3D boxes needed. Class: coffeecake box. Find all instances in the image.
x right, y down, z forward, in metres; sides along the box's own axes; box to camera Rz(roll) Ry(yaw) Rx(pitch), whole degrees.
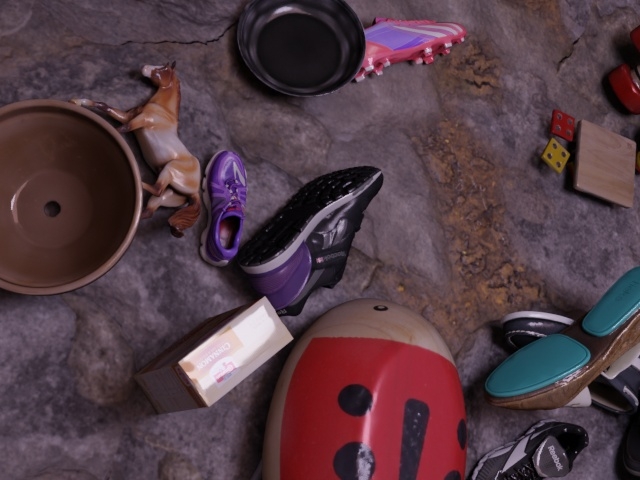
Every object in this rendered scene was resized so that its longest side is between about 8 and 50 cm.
[{"bbox_3d":[-0.141,0.150,1.190,0.142,0.185,0.068,-37,96,-30],"label":"coffeecake box"}]

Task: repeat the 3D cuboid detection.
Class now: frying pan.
[{"bbox_3d":[-0.079,-0.342,1.421,0.326,0.053,0.197,39,69,5],"label":"frying pan"}]

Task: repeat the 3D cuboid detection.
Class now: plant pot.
[{"bbox_3d":[-0.338,-0.047,1.157,0.237,0.110,0.237,1,83,-8],"label":"plant pot"}]

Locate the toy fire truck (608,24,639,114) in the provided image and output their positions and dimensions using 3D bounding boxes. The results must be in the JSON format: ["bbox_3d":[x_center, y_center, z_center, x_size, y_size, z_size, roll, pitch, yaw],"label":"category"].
[{"bbox_3d":[0.699,-0.278,1.771,0.254,0.169,0.302,-17,74,-56],"label":"toy fire truck"}]

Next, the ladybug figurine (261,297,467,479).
[{"bbox_3d":[0.080,0.285,1.264,0.305,0.162,0.449,19,65,-26],"label":"ladybug figurine"}]

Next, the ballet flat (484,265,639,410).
[{"bbox_3d":[0.408,0.178,1.426,0.342,0.116,0.124,-37,119,-11],"label":"ballet flat"}]

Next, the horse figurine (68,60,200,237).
[{"bbox_3d":[-0.227,-0.117,1.268,0.174,0.066,0.263,-15,76,-49],"label":"horse figurine"}]

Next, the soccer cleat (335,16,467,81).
[{"bbox_3d":[0.135,-0.332,1.521,0.248,0.083,0.095,-22,84,-28],"label":"soccer cleat"}]

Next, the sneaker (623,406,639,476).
[{"bbox_3d":[0.563,0.286,1.574,0.222,0.083,0.118,-49,132,-37],"label":"sneaker"}]

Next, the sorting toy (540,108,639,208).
[{"bbox_3d":[0.496,-0.136,1.683,0.275,0.046,0.132,17,70,-25],"label":"sorting toy"}]

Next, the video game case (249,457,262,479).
[{"bbox_3d":[-0.012,0.349,1.306,0.173,0.022,0.190,38,63,-15],"label":"video game case"}]

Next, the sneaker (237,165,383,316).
[{"bbox_3d":[0.000,0.000,1.371,0.283,0.107,0.124,-42,121,-32],"label":"sneaker"}]

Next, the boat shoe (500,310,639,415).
[{"bbox_3d":[0.417,0.202,1.521,0.303,0.114,0.091,23,62,-21],"label":"boat shoe"}]

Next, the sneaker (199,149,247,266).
[{"bbox_3d":[-0.125,-0.048,1.313,0.068,0.071,0.169,8,74,-27],"label":"sneaker"}]

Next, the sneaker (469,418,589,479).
[{"bbox_3d":[0.327,0.344,1.441,0.234,0.106,0.078,-26,90,-31],"label":"sneaker"}]
